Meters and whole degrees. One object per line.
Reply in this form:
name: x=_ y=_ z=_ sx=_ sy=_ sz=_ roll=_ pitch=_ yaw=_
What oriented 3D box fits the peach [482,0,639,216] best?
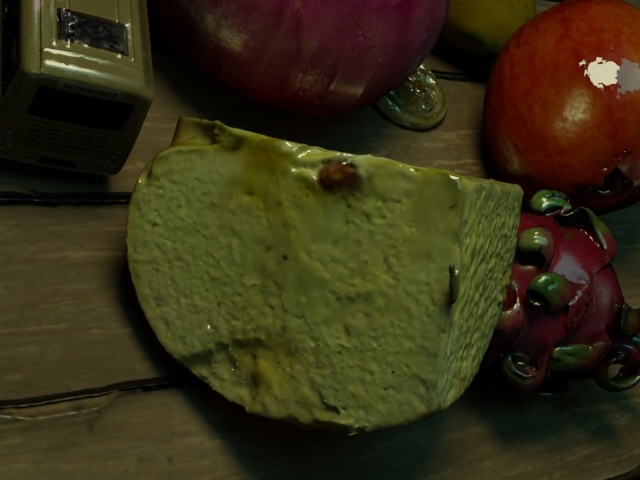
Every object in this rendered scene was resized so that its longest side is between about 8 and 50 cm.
peach: x=0.339 y=-0.162 z=1.166 sx=0.281 sy=0.238 sz=0.281 roll=3 pitch=62 yaw=-6

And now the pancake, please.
pancake: x=0.110 y=-0.201 z=1.194 sx=0.139 sy=0.022 sz=0.139 roll=18 pitch=51 yaw=-24

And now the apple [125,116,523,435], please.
apple: x=0.000 y=0.000 z=0.821 sx=0.309 sy=0.252 sz=0.314 roll=9 pitch=51 yaw=26

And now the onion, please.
onion: x=-0.009 y=-0.310 z=1.004 sx=0.358 sy=0.345 sz=0.358 roll=-3 pitch=95 yaw=-35

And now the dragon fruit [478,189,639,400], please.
dragon fruit: x=0.235 y=0.073 z=0.986 sx=0.273 sy=0.198 sz=0.218 roll=54 pitch=29 yaw=-25

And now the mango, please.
mango: x=0.170 y=-0.374 z=1.261 sx=0.317 sy=0.173 sz=0.211 roll=39 pitch=46 yaw=-14

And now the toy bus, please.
toy bus: x=-0.239 y=-0.216 z=0.872 sx=0.139 sy=0.157 sz=0.289 roll=10 pitch=54 yaw=-29
